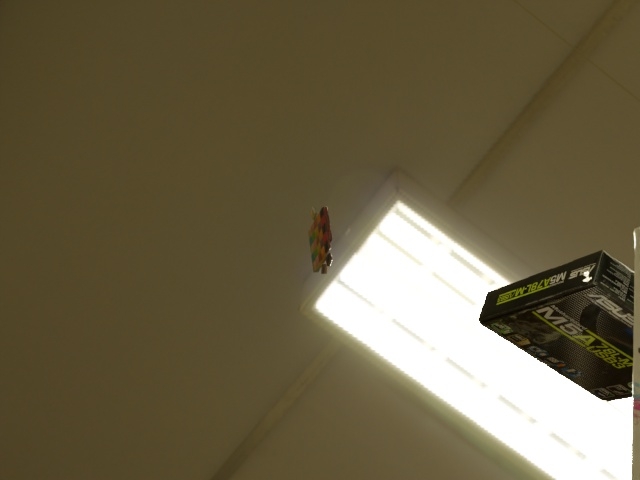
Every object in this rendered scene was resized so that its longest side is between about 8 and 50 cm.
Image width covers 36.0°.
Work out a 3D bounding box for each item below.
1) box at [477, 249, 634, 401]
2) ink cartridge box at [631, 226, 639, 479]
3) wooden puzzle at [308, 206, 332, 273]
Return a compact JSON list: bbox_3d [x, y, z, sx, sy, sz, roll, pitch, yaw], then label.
[{"bbox_3d":[0.288,0.094,0.996,0.190,0.184,0.045,32,-116,-17],"label":"box"},{"bbox_3d":[0.323,0.141,0.632,0.131,0.226,0.306,-4,-85,-30],"label":"ink cartridge box"},{"bbox_3d":[0.000,0.000,1.001,0.006,0.083,0.049,4,-32,-19],"label":"wooden puzzle"}]
